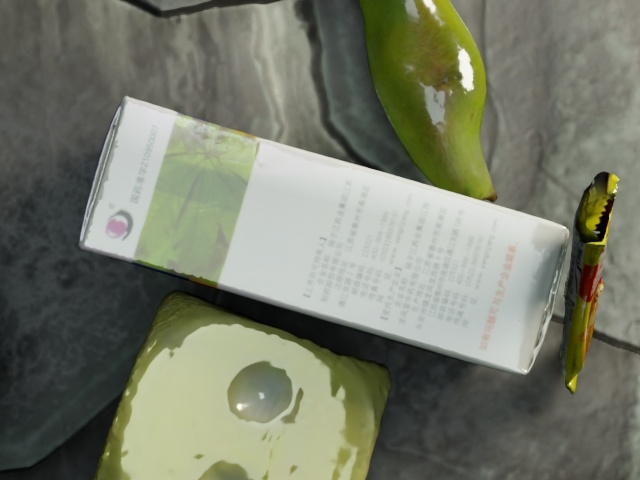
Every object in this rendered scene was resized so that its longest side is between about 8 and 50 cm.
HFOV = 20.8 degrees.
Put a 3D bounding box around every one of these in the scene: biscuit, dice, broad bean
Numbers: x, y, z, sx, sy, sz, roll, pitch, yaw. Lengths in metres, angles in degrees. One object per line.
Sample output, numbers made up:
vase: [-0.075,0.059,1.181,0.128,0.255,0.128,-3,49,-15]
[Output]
biscuit: [0.172,0.034,1.149,0.026,0.292,0.048,16,70,12]
dice: [-0.056,0.138,1.195,0.169,0.166,0.169,20,88,-1]
broad bean: [0.053,-0.173,1.264,0.075,0.067,0.325,-24,87,-35]

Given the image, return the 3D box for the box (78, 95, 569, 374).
box: [0.000,0.000,1.184,0.299,0.200,0.106,15,88,-2]
